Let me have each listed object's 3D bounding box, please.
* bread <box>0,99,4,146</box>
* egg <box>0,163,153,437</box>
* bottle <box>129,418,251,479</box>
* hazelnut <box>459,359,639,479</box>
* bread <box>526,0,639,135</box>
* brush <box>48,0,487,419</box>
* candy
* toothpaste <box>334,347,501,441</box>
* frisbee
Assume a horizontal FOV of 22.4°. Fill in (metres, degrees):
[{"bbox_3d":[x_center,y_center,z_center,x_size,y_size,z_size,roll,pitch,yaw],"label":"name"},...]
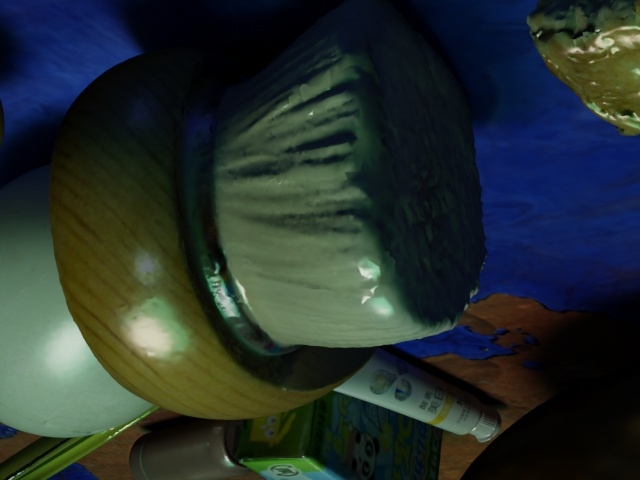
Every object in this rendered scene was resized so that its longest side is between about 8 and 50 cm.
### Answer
[{"bbox_3d":[-0.228,-0.089,0.784,0.114,0.077,0.189,17,166,41],"label":"bread"},{"bbox_3d":[-0.138,0.032,0.918,0.151,0.151,0.209,20,153,-20],"label":"egg"},{"bbox_3d":[-0.104,0.176,1.339,0.053,0.053,0.140,27,150,-32],"label":"bottle"},{"bbox_3d":[0.269,0.237,0.999,0.421,0.353,0.421,8,121,14],"label":"hazelnut"},{"bbox_3d":[0.134,-0.093,0.634,0.083,0.076,0.070,-12,136,41],"label":"bread"},{"bbox_3d":[0.000,0.000,0.793,0.166,0.174,0.267,-10,158,20],"label":"brush"},{"bbox_3d":[0.018,0.145,1.171,0.062,0.097,0.194,-9,150,30],"label":"candy"},{"bbox_3d":[0.058,0.103,1.130,0.190,0.048,0.031,26,169,-37],"label":"toothpaste"},{"bbox_3d":[-0.183,0.149,1.172,0.017,0.236,0.236,58,150,4],"label":"frisbee"}]
